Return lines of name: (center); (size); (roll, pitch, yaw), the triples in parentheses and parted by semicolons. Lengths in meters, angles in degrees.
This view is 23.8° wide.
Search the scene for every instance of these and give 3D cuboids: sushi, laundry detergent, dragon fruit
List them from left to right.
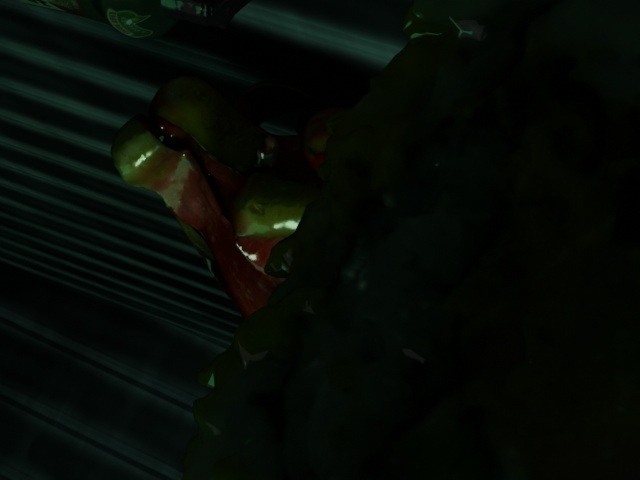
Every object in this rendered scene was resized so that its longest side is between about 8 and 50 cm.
laundry detergent: (-0.144, -0.174, 0.949); (0.222, 0.078, 0.144); (18, 169, 11)
dragon fruit: (0.017, -0.007, 1.109); (0.227, 0.243, 0.307); (-99, -17, -78)
sushi: (0.132, 0.057, 0.680); (0.351, 0.396, 0.240); (24, 171, 33)
